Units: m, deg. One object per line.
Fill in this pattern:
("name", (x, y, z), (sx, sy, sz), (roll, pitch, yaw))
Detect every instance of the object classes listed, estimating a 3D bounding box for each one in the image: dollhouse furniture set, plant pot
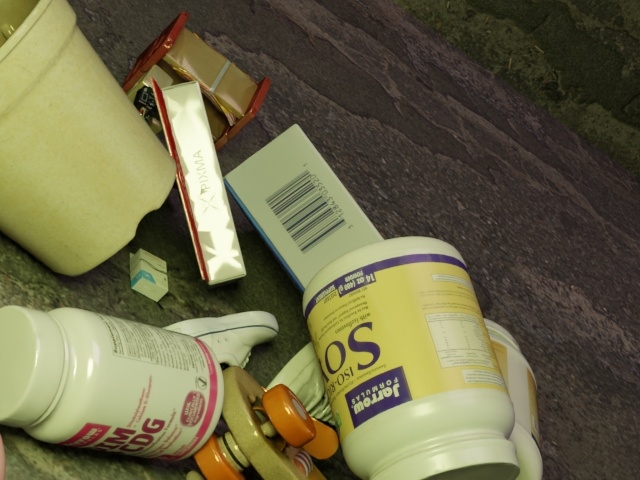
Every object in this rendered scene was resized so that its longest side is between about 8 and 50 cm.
("dollhouse furniture set", (-0.246, -0.183, 2.440), (0.201, 0.152, 0.374), (39, 42, -15))
("plant pot", (-0.367, -0.130, 1.957), (0.305, 0.334, 0.334), (47, 21, -24))

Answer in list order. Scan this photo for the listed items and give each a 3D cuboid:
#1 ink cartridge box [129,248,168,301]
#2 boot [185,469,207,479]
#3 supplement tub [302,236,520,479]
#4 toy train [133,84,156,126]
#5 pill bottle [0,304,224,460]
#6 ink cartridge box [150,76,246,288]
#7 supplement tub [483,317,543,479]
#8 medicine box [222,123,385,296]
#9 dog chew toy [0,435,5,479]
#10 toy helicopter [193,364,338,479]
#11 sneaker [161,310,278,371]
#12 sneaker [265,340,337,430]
("ink cartridge box", (-0.249, 0.044, 2.162), (0.048, 0.028, 0.083), (31, 27, -29))
("boot", (-0.157, 0.337, 1.827), (0.087, 0.042, 0.118), (3, 47, -54))
("supplement tub", (0.125, 0.188, 2.030), (0.241, 0.241, 0.331), (16, 50, -48))
("toy train", (-0.277, -0.178, 2.266), (0.036, 0.027, 0.158), (27, 46, -21))
("pill bottle", (-0.266, 0.169, 1.774), (0.283, 0.160, 0.160), (18, 35, -45))
("ink cartridge box", (-0.173, -0.083, 2.161), (0.261, 0.066, 0.296), (132, -57, -85))
("supplement tub", (0.223, 0.277, 2.299), (0.228, 0.228, 0.316), (39, 25, -14))
("medicine box", (0.000, 0.000, 2.352), (0.263, 0.149, 0.289), (53, -3, 18))
("dog chew toy", (-0.452, 0.166, 1.453), (0.332, 0.207, 0.206), (47, 23, 26))
("toy helicopter", (-0.033, 0.301, 1.982), (0.355, 0.140, 0.235), (53, 6, -26))
("sneaker", (-0.141, 0.157, 2.109), (0.258, 0.094, 0.091), (-4, 76, -58))
("sneaker", (0.021, 0.235, 2.192), (0.169, 0.108, 0.292), (45, 22, 9))
